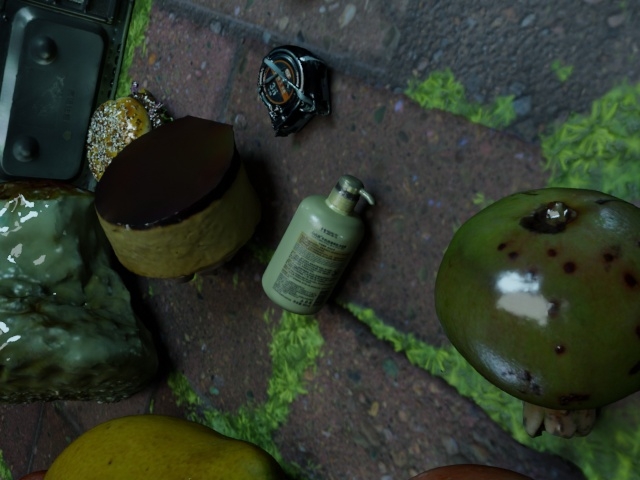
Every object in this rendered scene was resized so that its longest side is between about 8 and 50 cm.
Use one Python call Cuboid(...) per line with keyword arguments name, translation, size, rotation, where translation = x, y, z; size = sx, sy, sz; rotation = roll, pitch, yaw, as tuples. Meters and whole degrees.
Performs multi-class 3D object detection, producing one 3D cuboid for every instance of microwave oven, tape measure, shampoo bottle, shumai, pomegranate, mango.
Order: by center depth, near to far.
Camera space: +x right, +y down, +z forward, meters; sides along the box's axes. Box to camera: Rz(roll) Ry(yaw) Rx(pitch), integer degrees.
Cuboid(name="pomegranate", translation=(0.177, 0.054, 0.525), size=(0.179, 0.179, 0.211), rotation=(56, 155, 28))
Cuboid(name="shampoo bottle", translation=(0.000, 0.000, 0.735), size=(0.079, 0.079, 0.162), rotation=(45, 118, 34))
Cuboid(name="tape measure", translation=(-0.032, -0.180, 0.784), size=(0.091, 0.054, 0.094), rotation=(-21, 82, 39))
Cuboid(name="mango", translation=(-0.187, 0.344, 0.818), size=(0.378, 0.221, 0.264), rotation=(-16, 75, 33))
Cuboid(name="shumai", translation=(-0.419, 0.078, 0.983), size=(0.397, 0.324, 0.324), rotation=(-18, 69, 43))
Cuboid(name="microwave oven", translation=(-0.517, -0.301, 1.105), size=(0.333, 0.247, 0.395), rotation=(28, 108, 41))

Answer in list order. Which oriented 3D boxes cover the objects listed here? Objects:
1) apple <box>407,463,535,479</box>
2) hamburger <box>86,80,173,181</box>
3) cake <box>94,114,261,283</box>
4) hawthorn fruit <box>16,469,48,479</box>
Cuboid(name="apple", translation=(0.133, 0.275, 0.550), size=(0.181, 0.168, 0.181), rotation=(2, 92, 47))
Cuboid(name="hamburger", translation=(-0.286, -0.134, 0.992), size=(0.164, 0.093, 0.190), rotation=(37, 116, 36))
Cuboid(name="cake", translation=(-0.160, -0.028, 0.842), size=(0.207, 0.178, 0.185), rotation=(-32, 45, -3))
Cuboid(name="hawthorn fruit", translation=(-0.403, 0.492, 0.998), size=(0.284, 0.284, 0.285), rotation=(0, 89, 43))
